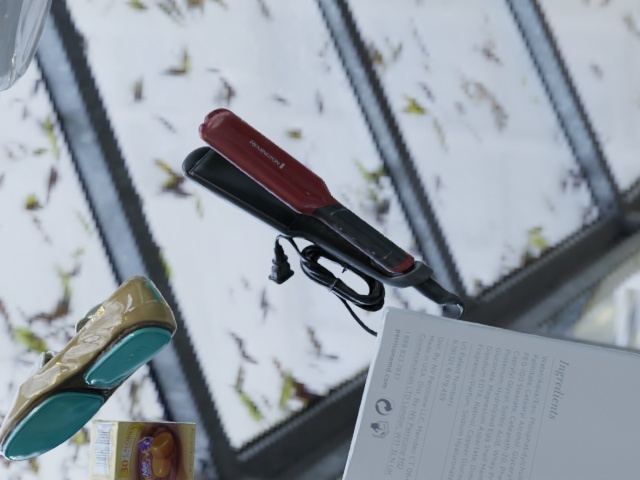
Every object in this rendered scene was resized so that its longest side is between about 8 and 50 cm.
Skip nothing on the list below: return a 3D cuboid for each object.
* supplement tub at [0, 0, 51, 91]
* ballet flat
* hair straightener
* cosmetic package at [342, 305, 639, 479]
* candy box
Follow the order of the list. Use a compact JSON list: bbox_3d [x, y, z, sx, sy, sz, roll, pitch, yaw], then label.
[{"bbox_3d":[-0.370,-0.246,1.270,0.191,0.272,0.191,-165,90,-87],"label":"supplement tub"},{"bbox_3d":[-0.219,0.116,1.377,0.080,0.232,0.073,22,-144,-48],"label":"ballet flat"},{"bbox_3d":[0.000,0.000,1.073,0.089,0.230,0.047,-56,2,44],"label":"hair straightener"},{"bbox_3d":[0.139,0.161,0.859,0.224,0.225,0.138,74,-152,-61],"label":"cosmetic package"},{"bbox_3d":[-0.193,0.286,1.597,0.109,0.053,0.186,9,-101,-44],"label":"candy box"}]
